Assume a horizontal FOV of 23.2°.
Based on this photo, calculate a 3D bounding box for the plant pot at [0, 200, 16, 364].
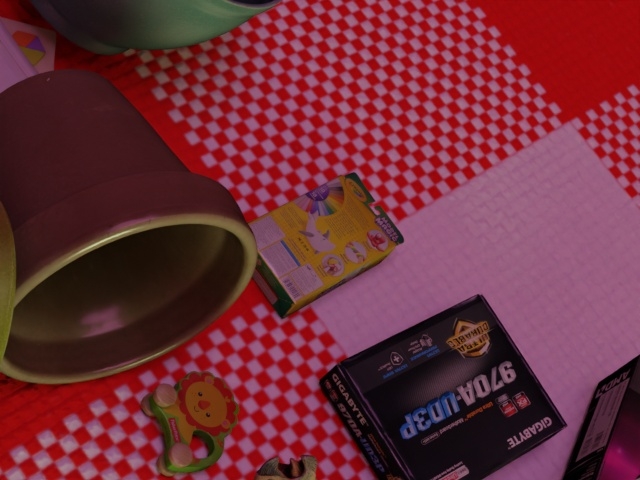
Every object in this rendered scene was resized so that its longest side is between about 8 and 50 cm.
[{"bbox_3d":[-0.451,0.036,1.249,0.353,0.366,0.366,15,55,-35],"label":"plant pot"}]

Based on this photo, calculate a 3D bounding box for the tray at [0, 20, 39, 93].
[{"bbox_3d":[-0.392,-0.129,1.519,0.270,0.030,0.145,-31,77,-31],"label":"tray"}]

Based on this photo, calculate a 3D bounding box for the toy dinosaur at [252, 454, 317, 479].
[{"bbox_3d":[0.025,0.337,1.447,0.200,0.127,0.295,-10,83,-21],"label":"toy dinosaur"}]

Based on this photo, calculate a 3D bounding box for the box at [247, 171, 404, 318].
[{"bbox_3d":[0.000,0.000,1.677,0.179,0.043,0.105,-28,77,-35],"label":"box"}]

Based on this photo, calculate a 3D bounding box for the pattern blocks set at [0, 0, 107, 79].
[{"bbox_3d":[-0.338,-0.159,1.599,0.285,0.026,0.324,-2,63,-29],"label":"pattern blocks set"}]

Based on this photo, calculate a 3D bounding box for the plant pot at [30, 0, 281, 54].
[{"bbox_3d":[-0.197,-0.317,1.634,0.293,0.196,0.293,34,39,-33],"label":"plant pot"}]

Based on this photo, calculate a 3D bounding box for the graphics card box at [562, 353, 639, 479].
[{"bbox_3d":[0.356,0.329,1.640,0.233,0.094,0.371,35,51,-6],"label":"graphics card box"}]

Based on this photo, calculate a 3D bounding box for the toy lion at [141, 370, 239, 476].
[{"bbox_3d":[-0.120,0.176,1.516,0.096,0.034,0.100,1,62,-37],"label":"toy lion"}]

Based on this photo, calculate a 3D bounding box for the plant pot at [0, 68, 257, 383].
[{"bbox_3d":[-0.221,-0.028,1.454,0.263,0.263,0.229,-9,57,-32],"label":"plant pot"}]

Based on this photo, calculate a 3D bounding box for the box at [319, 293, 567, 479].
[{"bbox_3d":[0.130,0.172,1.638,0.220,0.051,0.175,-22,74,-37],"label":"box"}]
